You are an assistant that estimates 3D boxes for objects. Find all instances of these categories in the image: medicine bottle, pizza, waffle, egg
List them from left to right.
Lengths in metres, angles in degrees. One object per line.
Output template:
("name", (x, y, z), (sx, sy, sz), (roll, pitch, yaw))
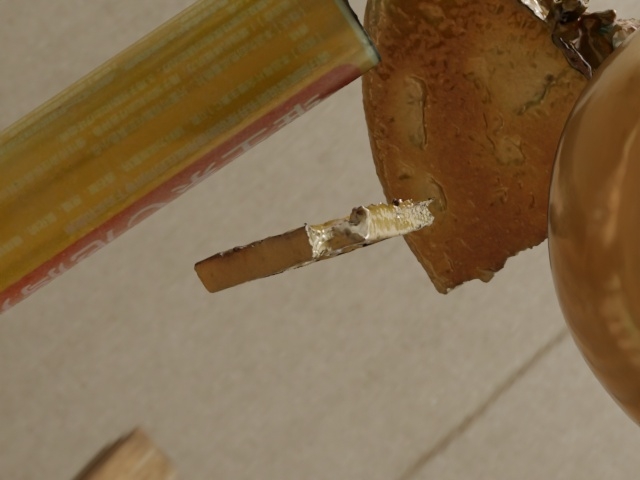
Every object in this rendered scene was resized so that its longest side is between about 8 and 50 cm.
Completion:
("medicine bottle", (-0.164, -0.027, 1.178), (0.426, 0.108, 0.108), (-34, -80, 3))
("waffle", (0.000, 0.000, 1.062), (0.092, 0.135, 0.021), (-18, -91, 24))
("pizza", (0.131, -0.088, 1.232), (0.229, 0.081, 0.289), (14, -56, 33))
("egg", (0.197, -0.007, 0.860), (0.201, 0.201, 0.244), (7, -30, 26))
